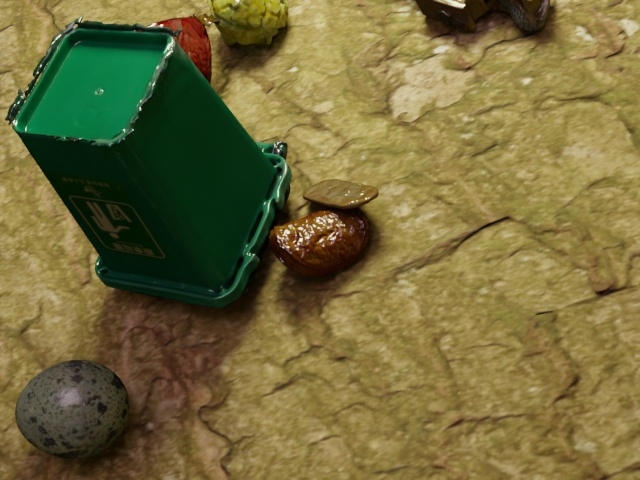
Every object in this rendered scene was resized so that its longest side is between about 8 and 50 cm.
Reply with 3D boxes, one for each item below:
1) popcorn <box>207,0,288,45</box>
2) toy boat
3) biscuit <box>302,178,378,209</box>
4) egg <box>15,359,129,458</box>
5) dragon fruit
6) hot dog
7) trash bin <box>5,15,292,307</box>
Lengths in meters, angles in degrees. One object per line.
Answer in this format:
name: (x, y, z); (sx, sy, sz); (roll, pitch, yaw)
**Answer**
popcorn: (-0.121, -0.397, 1.775); (0.141, 0.162, 0.135); (15, 20, -11)
toy boat: (0.212, -0.403, 1.678); (0.321, 0.089, 0.122); (24, 80, 32)
biscuit: (0.028, -0.067, 1.528); (0.071, 0.018, 0.147); (-26, 22, -26)
egg: (-0.339, 0.229, 1.436); (0.172, 0.132, 0.132); (-9, 54, 29)
dragon fruit: (-0.253, -0.244, 1.709); (0.223, 0.218, 0.148); (-22, 78, -41)
hot dog: (-0.001, -0.003, 1.499); (0.147, 0.065, 0.099); (-21, 48, -21)
trash bin: (-0.218, -0.115, 1.463); (0.259, 0.381, 0.295); (9, 61, 25)
